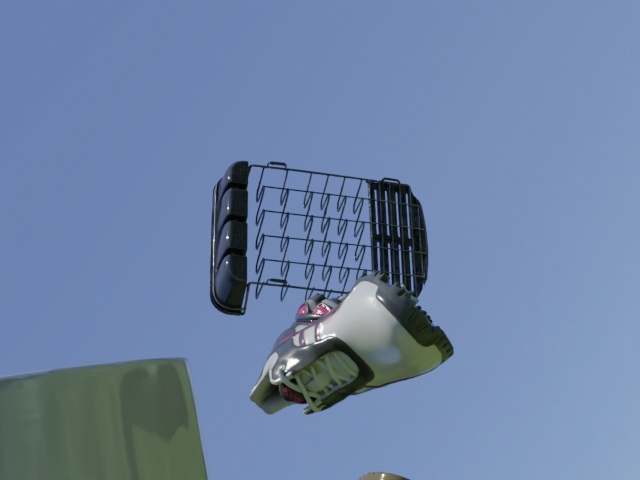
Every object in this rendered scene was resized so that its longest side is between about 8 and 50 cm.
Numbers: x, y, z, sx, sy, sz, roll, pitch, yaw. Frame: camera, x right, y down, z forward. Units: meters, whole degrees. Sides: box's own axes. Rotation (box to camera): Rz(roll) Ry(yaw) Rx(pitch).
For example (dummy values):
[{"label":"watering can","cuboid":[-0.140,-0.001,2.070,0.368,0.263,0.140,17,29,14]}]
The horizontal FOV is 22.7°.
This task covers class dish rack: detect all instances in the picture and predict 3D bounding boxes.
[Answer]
[{"label":"dish rack","cuboid":[0.000,0.000,2.017,0.074,0.271,0.208,111,162,-55]}]

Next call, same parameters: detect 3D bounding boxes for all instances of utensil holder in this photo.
[{"label":"utensil holder","cuboid":[-0.243,0.317,1.453,0.327,0.327,0.386,9,-109,-69]}]

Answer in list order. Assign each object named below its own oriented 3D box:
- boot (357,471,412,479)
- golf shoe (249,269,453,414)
[{"label":"boot","cuboid":[0.028,0.387,1.611,0.236,0.089,0.270,126,166,-62]},{"label":"golf shoe","cuboid":[0.026,0.106,1.410,0.120,0.105,0.273,-45,6,-21]}]
